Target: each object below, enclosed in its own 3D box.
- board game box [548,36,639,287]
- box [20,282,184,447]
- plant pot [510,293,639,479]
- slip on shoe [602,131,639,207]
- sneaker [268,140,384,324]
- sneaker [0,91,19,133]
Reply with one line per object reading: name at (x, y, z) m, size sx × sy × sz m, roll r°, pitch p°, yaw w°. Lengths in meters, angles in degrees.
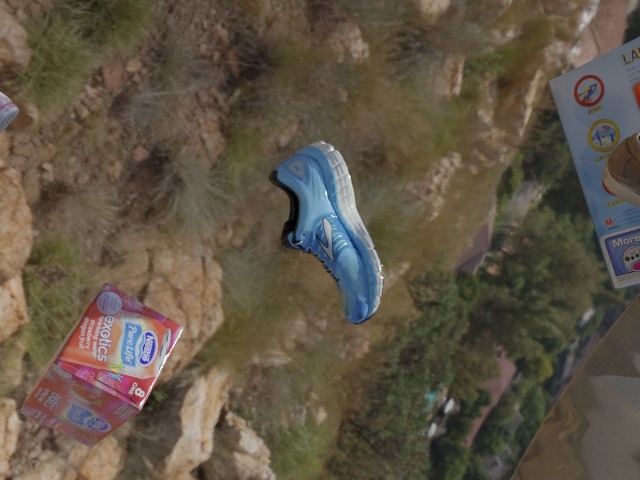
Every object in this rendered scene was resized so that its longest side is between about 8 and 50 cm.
board game box at (0.480, -0.122, 0.885) m, size 0.086 × 0.308 × 0.301 m, roll -8°, pitch 81°, yaw -44°
box at (-0.303, 0.179, 0.966) m, size 0.257 × 0.123 × 0.128 m, roll -40°, pitch -159°, yaw 50°
plant pot at (0.300, 0.185, 0.453) m, size 0.257 × 0.274 × 0.256 m, roll -33°, pitch 141°, yaw -32°
slip on shoe at (0.250, -0.029, 0.447) m, size 0.051 × 0.135 × 0.041 m, roll -52°, pitch 164°, yaw -29°
sneaker at (0.000, 0.000, 0.614) m, size 0.073 × 0.063 × 0.162 m, roll -23°, pitch 97°, yaw -17°
sneaker at (-0.476, -0.162, 0.964) m, size 0.134 × 0.070 × 0.051 m, roll -37°, pitch -169°, yaw 22°
